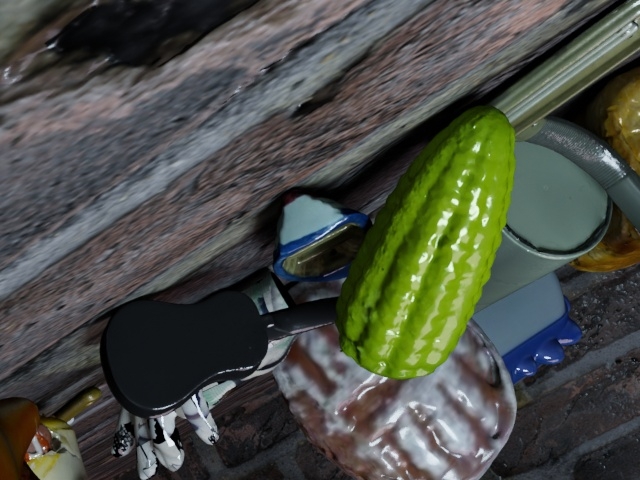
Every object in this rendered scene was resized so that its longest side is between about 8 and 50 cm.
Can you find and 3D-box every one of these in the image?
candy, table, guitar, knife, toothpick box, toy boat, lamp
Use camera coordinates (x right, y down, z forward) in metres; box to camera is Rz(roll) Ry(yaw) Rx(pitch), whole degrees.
[{"bbox_3d":[0.072,0.146,1.041,0.214,0.289,0.157,-48,170,-11],"label":"candy"},{"bbox_3d":[0.154,-0.010,0.896,0.126,0.126,0.220,-25,170,-25],"label":"table"},{"bbox_3d":[-0.032,0.063,0.746,0.271,0.084,0.038,-13,164,-25],"label":"guitar"},{"bbox_3d":[-0.298,0.212,1.090,0.046,0.022,0.256,-26,172,-46],"label":"knife"},{"bbox_3d":[0.188,0.116,1.308,0.354,0.263,0.263,-23,169,-42],"label":"toothpick box"},{"bbox_3d":[0.080,0.000,0.681,0.097,0.097,0.209,-19,138,-49],"label":"candy"},{"bbox_3d":[0.000,0.000,0.734,0.080,0.046,0.229,-30,172,2],"label":"toy boat"},{"bbox_3d":[0.253,-0.050,0.705,0.203,0.283,0.124,-39,-166,44],"label":"lamp"}]

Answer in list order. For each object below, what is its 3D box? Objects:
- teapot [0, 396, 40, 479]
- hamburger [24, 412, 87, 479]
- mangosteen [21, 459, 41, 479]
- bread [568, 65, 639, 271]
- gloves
[{"bbox_3d":[-0.241,0.110,0.403,0.252,0.135,0.178,-4,126,-25],"label":"teapot"},{"bbox_3d":[-0.319,0.236,0.896,0.210,0.116,0.173,-31,180,-13],"label":"hamburger"},{"bbox_3d":[-0.285,0.214,0.689,0.184,0.172,0.172,-18,168,-17],"label":"mangosteen"},{"bbox_3d":[0.303,-0.065,0.949,0.132,0.167,0.294,-5,172,-1],"label":"bread"},{"bbox_3d":[-0.112,0.118,0.878,0.212,0.111,0.127,-32,-165,2],"label":"gloves"}]
